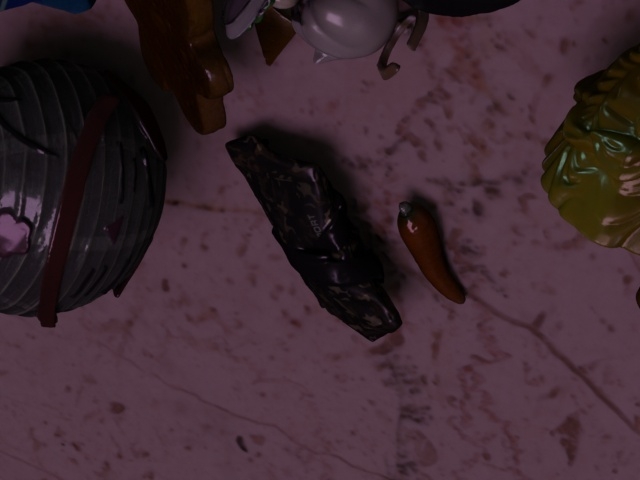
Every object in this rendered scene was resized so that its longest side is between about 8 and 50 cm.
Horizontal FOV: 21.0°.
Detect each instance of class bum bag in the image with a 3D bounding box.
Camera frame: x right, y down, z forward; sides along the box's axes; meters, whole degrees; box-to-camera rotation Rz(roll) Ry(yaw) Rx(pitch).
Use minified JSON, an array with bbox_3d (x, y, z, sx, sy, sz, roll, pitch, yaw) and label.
[{"bbox_3d":[0.000,0.000,1.615,0.248,0.069,0.102,56,167,-30],"label":"bum bag"}]

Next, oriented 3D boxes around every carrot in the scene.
[{"bbox_3d":[0.102,0.012,1.605,0.035,0.035,0.142,-2,138,29],"label":"carrot"}]

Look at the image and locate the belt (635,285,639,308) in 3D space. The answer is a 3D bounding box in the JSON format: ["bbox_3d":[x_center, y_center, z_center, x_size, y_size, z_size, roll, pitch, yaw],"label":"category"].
[{"bbox_3d":[0.320,0.054,1.513,0.083,0.059,0.036,22,138,7],"label":"belt"}]

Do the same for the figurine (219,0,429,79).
[{"bbox_3d":[0.013,-0.188,1.395,0.153,0.132,0.132,27,139,-17],"label":"figurine"}]

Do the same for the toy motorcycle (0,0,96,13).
[{"bbox_3d":[-0.298,-0.256,1.451,0.326,0.191,0.200,-18,132,17],"label":"toy motorcycle"}]

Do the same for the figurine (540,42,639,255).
[{"bbox_3d":[0.284,-0.160,1.253,0.187,0.168,0.315,-8,134,-25],"label":"figurine"}]

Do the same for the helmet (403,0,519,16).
[{"bbox_3d":[0.110,-0.295,1.201,0.230,0.160,0.279,30,153,-2],"label":"helmet"}]

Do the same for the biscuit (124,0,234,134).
[{"bbox_3d":[-0.122,-0.195,1.439,0.180,0.039,0.236,52,162,33],"label":"biscuit"}]

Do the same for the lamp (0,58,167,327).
[{"bbox_3d":[-0.250,-0.050,1.586,0.233,0.233,0.265,23,121,5],"label":"lamp"}]

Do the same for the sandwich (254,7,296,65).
[{"bbox_3d":[-0.033,-0.189,1.473,0.044,0.031,0.083,7,134,24],"label":"sandwich"}]
